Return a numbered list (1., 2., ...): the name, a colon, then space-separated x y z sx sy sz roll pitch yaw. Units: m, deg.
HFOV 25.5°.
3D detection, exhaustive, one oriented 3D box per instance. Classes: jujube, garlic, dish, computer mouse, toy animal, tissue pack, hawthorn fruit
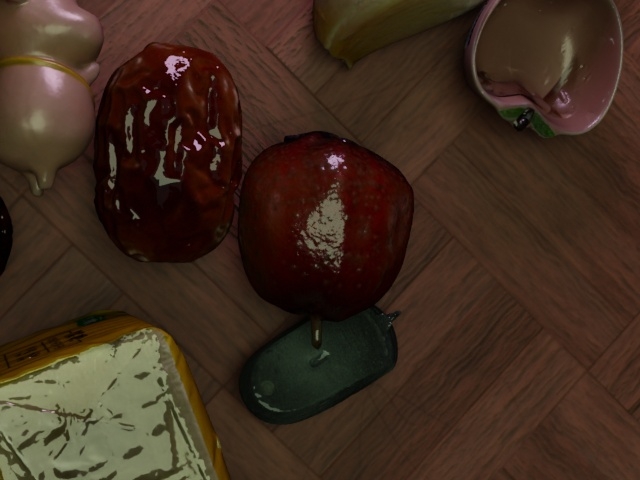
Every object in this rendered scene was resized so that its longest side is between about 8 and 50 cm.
1. jujube: -0.174 -0.097 1.618 0.174 0.174 0.250 8 92 -12
2. garlic: 0.103 -0.306 1.708 0.245 0.145 0.164 -18 126 -13
3. dish: 0.262 -0.226 1.739 0.213 0.090 0.213 -3 98 -22
4. computer mouse: -0.001 0.145 1.710 0.229 0.068 0.113 -28 81 -22
5. toy animal: -0.316 -0.175 1.585 0.149 0.165 0.248 -4 82 -37
6. tissue pack: -0.231 0.240 1.502 0.228 0.382 0.293 -20 95 -14
7. hawthorn fruit: 0.000 0.000 1.639 0.215 0.215 0.249 9 90 -12

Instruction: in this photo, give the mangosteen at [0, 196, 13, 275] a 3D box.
1. mangosteen: -0.439 -0.005 1.573 0.180 0.166 0.166 10 88 14
